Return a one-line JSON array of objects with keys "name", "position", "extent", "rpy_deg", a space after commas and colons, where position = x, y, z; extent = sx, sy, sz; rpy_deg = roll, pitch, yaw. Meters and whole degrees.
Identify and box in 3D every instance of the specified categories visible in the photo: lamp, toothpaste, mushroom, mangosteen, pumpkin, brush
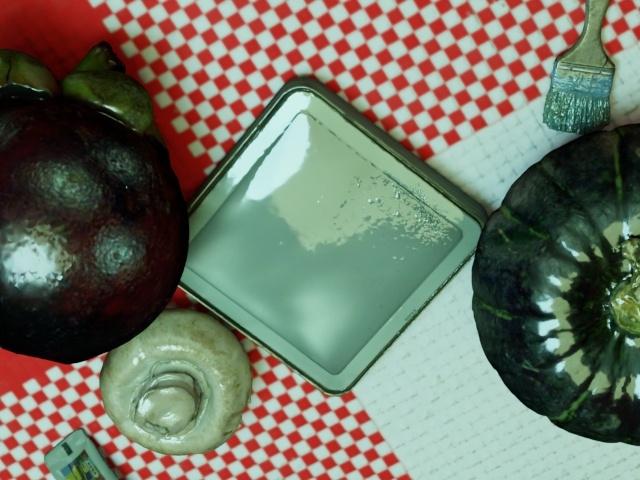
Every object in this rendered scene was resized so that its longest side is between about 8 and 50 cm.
[{"name": "lamp", "position": [0.000, 0.000, 1.766], "extent": [0.266, 0.047, 0.269], "rpy_deg": [37, 110, -13]}, {"name": "toothpaste", "position": [-0.213, 0.325, 1.887], "extent": [0.067, 0.037, 0.255], "rpy_deg": [-40, 85, 21]}, {"name": "mushroom", "position": [-0.152, 0.155, 1.797], "extent": [0.166, 0.127, 0.166], "rpy_deg": [-1, 119, -2]}, {"name": "mangosteen", "position": [-0.258, -0.030, 1.643], "extent": [0.300, 0.300, 0.300], "rpy_deg": [1, 113, 2]}, {"name": "pumpkin", "position": [0.308, 0.046, 1.665], "extent": [0.323, 0.241, 0.323], "rpy_deg": [1, 104, 5]}, {"name": "brush", "position": [0.270, -0.199, 1.682], "extent": [0.070, 0.021, 0.196], "rpy_deg": [7, 113, -2]}]
